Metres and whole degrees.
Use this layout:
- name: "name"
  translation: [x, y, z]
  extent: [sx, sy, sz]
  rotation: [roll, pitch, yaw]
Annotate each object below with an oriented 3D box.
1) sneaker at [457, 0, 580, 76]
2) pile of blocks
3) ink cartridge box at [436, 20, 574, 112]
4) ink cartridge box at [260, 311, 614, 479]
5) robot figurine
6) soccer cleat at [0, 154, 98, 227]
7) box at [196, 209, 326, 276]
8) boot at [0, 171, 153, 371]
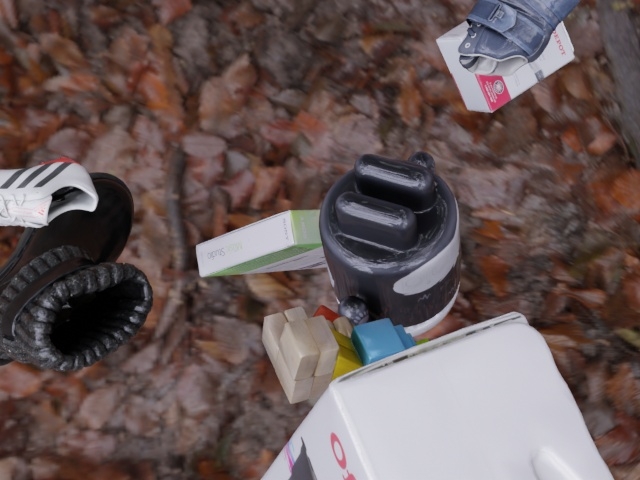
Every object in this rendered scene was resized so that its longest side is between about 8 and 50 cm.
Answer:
- name: "sneaker"
  translation: [0.182, -0.290, 1.343]
  extent: [0.226, 0.086, 0.163]
  rotation: [37, 99, 28]
- name: "pile of blocks"
  translation: [0.059, 0.124, 1.237]
  extent: [0.149, 0.362, 0.112]
  rotation: [-34, 56, 10]
- name: "ink cartridge box"
  translation: [0.244, -0.252, 1.508]
  extent: [0.150, 0.063, 0.109]
  rotation: [-33, 110, -18]
- name: "ink cartridge box"
  translation: [0.068, 0.209, 0.713]
  extent: [0.131, 0.306, 0.226]
  rotation: [-18, 70, -19]
- name: "robot figurine"
  translation: [0.087, 0.009, 1.435]
  extent: [0.209, 0.278, 0.173]
  rotation: [-28, 59, -8]
- name: "soccer cleat"
  translation: [-0.146, -0.019, 0.548]
  extent: [0.035, 0.083, 0.029]
  rotation: [46, 137, 36]
- name: "box"
  translation: [0.000, 0.000, 1.803]
  extent: [0.232, 0.322, 0.058]
  rotation: [-19, 80, 45]
- name: "boot"
  translation: [-0.303, 0.035, 1.502]
  extent: [0.260, 0.131, 0.348]
  rotation: [-10, 40, 48]
